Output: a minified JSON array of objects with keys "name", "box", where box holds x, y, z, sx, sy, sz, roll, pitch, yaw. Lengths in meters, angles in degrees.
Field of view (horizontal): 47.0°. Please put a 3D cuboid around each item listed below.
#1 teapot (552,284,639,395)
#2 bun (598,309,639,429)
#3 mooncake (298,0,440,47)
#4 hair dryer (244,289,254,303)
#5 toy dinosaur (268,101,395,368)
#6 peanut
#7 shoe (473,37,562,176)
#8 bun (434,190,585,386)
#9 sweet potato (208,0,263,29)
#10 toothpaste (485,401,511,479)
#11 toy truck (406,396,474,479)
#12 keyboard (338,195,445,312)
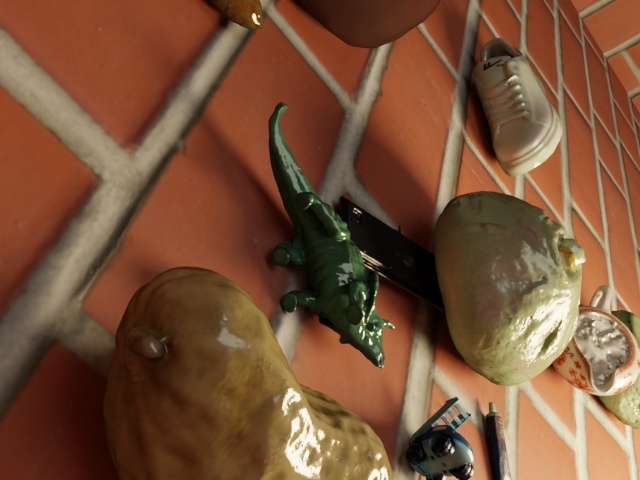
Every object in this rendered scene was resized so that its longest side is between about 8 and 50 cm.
[{"name":"teapot","box":[0.462,0.176,1.247,0.116,0.159,0.246,92,11,-50]},{"name":"bun","box":[0.561,0.243,1.361,0.221,0.108,0.221,42,37,-43]},{"name":"mooncake","box":[0.034,-0.457,1.059,0.325,0.174,0.334,34,40,-42]},{"name":"hair dryer","box":[-0.106,0.094,0.611,0.150,0.047,0.071,-16,79,-46]},{"name":"toy dinosaur","box":[-0.006,0.007,0.770,0.292,0.079,0.120,59,27,-11]},{"name":"peanut","box":[-0.057,0.150,0.543,0.291,0.159,0.143,52,6,-35]},{"name":"shoe","box":[0.372,-0.279,1.445,0.160,0.131,0.363,47,32,-24]},{"name":"bun","box":[0.272,0.054,0.996,0.283,0.179,0.284,41,41,-50]},{"name":"sweet potato","box":[-0.160,-0.392,0.820,0.342,0.092,0.114,61,16,-4]},{"name":"toothpaste","box":[0.233,0.280,0.959,0.037,0.021,0.140,23,53,-39]},{"name":"toy truck","box":[0.137,0.220,0.817,0.056,0.073,0.090,51,36,-19]},{"name":"keyboard","box":[0.100,0.022,0.949,0.230,0.025,0.094,31,46,-40]}]
